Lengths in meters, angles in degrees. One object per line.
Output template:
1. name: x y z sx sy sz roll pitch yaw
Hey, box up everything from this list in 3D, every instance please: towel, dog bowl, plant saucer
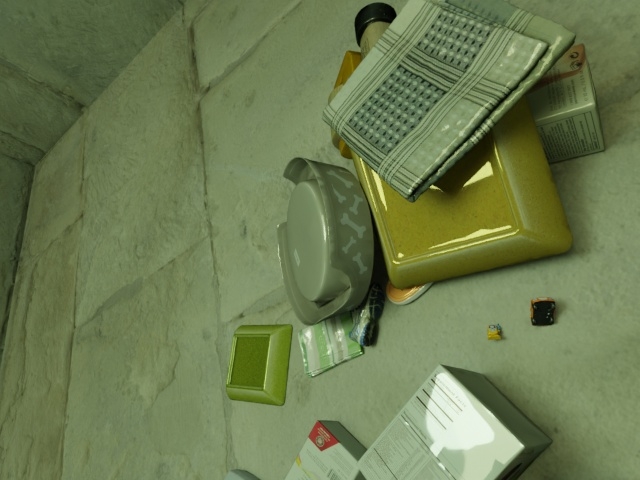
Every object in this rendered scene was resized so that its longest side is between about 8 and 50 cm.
1. towel: 0.170 -0.261 0.708 0.324 0.056 0.312 -46 45 13
2. dog bowl: 0.000 0.000 0.918 0.349 0.102 0.349 176 90 -70
3. plant saucer: 0.207 -0.095 0.760 0.332 0.081 0.333 -19 87 36
4. plant saucer: -0.162 0.297 1.068 0.188 0.045 0.188 -9 67 36
5. towel: 0.017 0.225 0.969 0.152 0.023 0.113 -31 56 25

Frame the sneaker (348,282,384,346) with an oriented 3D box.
1. sneaker: 0.091 0.151 0.918 0.058 0.052 0.135 2 66 43

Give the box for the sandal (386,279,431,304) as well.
1. sandal: 0.217 0.021 0.858 0.265 0.076 0.102 -51 49 10

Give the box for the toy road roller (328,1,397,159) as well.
1. toy road roller: 0.170 -0.343 1.002 0.329 0.240 0.203 124 146 -60

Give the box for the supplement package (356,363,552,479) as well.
1. supplement package: 0.206 0.321 0.662 0.203 0.194 0.149 -54 49 9

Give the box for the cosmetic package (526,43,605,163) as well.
1. cosmetic package: 0.340 -0.213 0.809 0.296 0.153 0.129 -11 65 34

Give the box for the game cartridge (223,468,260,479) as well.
1. game cartridge: -0.131 0.636 0.898 0.297 0.062 0.198 29 87 42

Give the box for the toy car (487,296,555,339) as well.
1. toy car: 0.333 0.124 0.739 0.122 0.060 0.040 -21 28 23

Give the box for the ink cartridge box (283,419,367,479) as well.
1. ink cartridge box: 0.011 0.461 0.842 0.127 0.072 0.175 31 92 42
